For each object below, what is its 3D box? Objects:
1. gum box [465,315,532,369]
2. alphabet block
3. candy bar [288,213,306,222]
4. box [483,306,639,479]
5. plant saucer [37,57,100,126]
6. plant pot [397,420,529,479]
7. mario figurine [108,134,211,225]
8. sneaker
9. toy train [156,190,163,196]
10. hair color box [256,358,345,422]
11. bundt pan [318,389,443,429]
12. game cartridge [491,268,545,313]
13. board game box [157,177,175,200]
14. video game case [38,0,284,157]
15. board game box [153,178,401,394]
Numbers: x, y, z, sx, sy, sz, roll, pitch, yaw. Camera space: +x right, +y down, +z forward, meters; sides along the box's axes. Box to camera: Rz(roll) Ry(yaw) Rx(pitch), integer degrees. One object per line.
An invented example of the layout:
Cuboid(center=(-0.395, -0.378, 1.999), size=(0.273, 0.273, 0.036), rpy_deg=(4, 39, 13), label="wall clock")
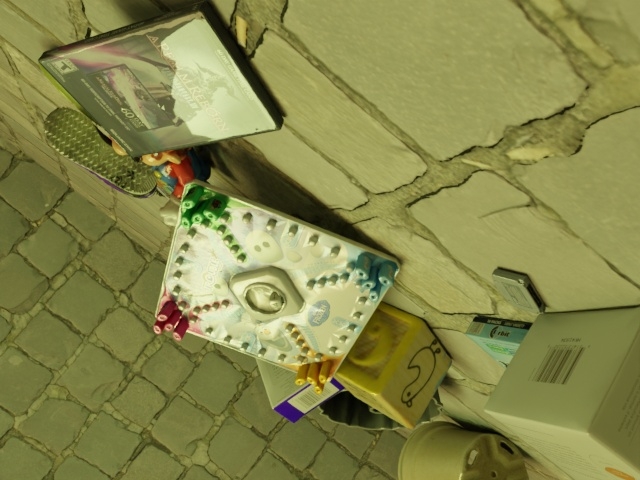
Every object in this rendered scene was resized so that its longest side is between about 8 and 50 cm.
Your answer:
Cuboid(center=(0.350, 0.198, 0.955), size=(0.184, 0.041, 0.157), rpy_deg=(40, 163, -19), label="gum box")
Cuboid(center=(0.144, 0.266, 1.308), size=(0.193, 0.192, 0.197), rpy_deg=(18, 158, 42), label="alphabet block")
Cuboid(center=(0.000, 0.000, 1.152), size=(0.161, 0.018, 0.040), rpy_deg=(37, 164, -6), label="candy bar")
Cuboid(center=(0.424, 0.252, 0.734), size=(0.345, 0.168, 0.215), rpy_deg=(38, 164, -6), label="box")
Cuboid(center=(-0.475, -0.300, 1.233), size=(0.241, 0.037, 0.241), rpy_deg=(32, 163, 11), label="plant saucer")
Cuboid(center=(0.448, 0.710, 1.788), size=(0.334, 0.333, 0.305), rpy_deg=(36, 153, -2), label="plant pot")
Cuboid(center=(-0.295, -0.152, 1.055), size=(0.198, 0.170, 0.320), rpy_deg=(33, 165, 17), label="mario figurine")
Cuboid(center=(-0.510, -0.187, 1.382), size=(0.293, 0.102, 0.146), rpy_deg=(37, 167, -2), label="sneaker")
Cuboid(center=(-0.467, -0.143, 1.590), size=(0.158, 0.027, 0.036), rpy_deg=(19, 172, -23), label="toy train")
Cuboid(center=(-0.070, 0.270, 1.515), size=(0.110, 0.185, 0.338), rpy_deg=(49, -172, -43), label="hair color box")
Cuboid(center=(0.157, 0.395, 1.572), size=(0.331, 0.124, 0.330), rpy_deg=(2, 146, 2), label="bundt pan")
Cuboid(center=(0.268, 0.069, 0.805), size=(0.056, 0.017, 0.083), rpy_deg=(12, 152, 47), label="game cartridge")
Cuboid(center=(-0.395, -0.150, 1.497), size=(0.136, 0.035, 0.201), rpy_deg=(17, 156, 47), label="board game box")
Cuboid(center=(-0.212, -0.201, 0.793), size=(0.274, 0.026, 0.196), rpy_deg=(-4, 144, 27), label="video game case")
Cuboid(center=(-0.105, 0.111, 1.099), size=(0.390, 0.050, 0.389), rpy_deg=(21, 131, -4), label="board game box")
